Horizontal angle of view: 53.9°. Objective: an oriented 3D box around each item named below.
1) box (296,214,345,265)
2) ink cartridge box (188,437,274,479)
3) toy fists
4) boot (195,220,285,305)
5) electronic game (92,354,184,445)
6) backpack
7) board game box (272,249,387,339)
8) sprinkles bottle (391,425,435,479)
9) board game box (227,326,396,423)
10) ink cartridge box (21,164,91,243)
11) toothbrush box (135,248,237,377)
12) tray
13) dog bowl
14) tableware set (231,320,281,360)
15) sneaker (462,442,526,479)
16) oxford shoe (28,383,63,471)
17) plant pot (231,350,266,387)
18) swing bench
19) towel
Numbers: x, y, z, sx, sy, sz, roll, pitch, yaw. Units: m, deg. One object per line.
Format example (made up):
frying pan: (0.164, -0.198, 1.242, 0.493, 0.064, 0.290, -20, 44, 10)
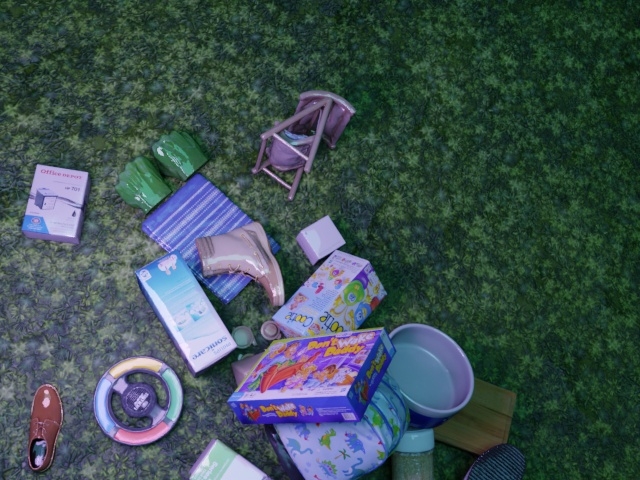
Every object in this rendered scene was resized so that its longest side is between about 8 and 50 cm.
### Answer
box: (0.000, 0.000, 1.848, 0.101, 0.087, 0.102, -30, 82, -19)
ink cartridge box: (-0.186, 0.618, 1.561, 0.272, 0.198, 0.115, 37, 69, 0)
toy fists: (-0.458, -0.202, 1.800, 0.142, 0.096, 0.279, 48, 68, -7)
boot: (-0.221, 0.083, 1.729, 0.203, 0.095, 0.262, -15, 69, -21)
electronic game: (-0.472, 0.414, 1.635, 0.229, 0.048, 0.230, 4, 73, -12)
backpack: (0.052, 0.468, 1.560, 0.355, 0.273, 0.290, -31, 84, 10)
board game box: (0.029, 0.182, 1.745, 0.275, 0.144, 0.142, -46, 127, -21)
sprinkles bottle: (0.245, 0.672, 1.652, 0.121, 0.121, 0.356, -1, 86, -13)
board game box: (-0.020, 0.323, 1.495, 0.078, 0.346, 0.233, 63, 37, -19)
ink cartridge box: (-0.715, -0.097, 1.714, 0.139, 0.082, 0.191, 8, 74, -11)
toothbrush box: (-0.350, 0.196, 1.640, 0.126, 0.216, 0.296, -32, 84, -19)
tray: (0.344, 0.467, 1.798, 0.410, 0.076, 0.203, 21, 70, -5)
dog bowl: (0.270, 0.360, 1.683, 0.264, 0.104, 0.265, 13, 46, -14)
tableware set: (-0.168, 0.299, 1.756, 0.168, 0.020, 0.141, -8, 78, -17)
sneaker: (0.427, 0.693, 1.715, 0.330, 0.146, 0.122, -42, 69, -19)
oxford shoe: (-0.684, 0.462, 1.558, 0.076, 0.076, 0.213, -1, 72, -12)
plant pot: (-0.168, 0.368, 1.680, 0.109, 0.096, 0.109, -16, 92, -15)
swing bench: (-0.053, -0.290, 1.834, 0.165, 0.253, 0.255, 37, 69, 0)
towel: (-0.314, -0.009, 1.811, 0.336, 0.040, 0.243, 42, 68, -1)
